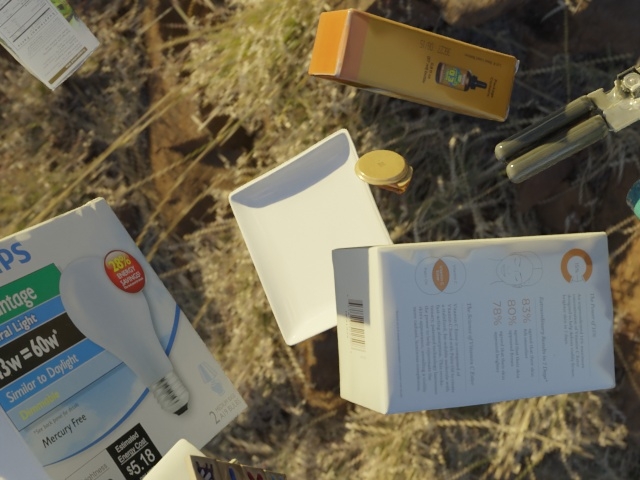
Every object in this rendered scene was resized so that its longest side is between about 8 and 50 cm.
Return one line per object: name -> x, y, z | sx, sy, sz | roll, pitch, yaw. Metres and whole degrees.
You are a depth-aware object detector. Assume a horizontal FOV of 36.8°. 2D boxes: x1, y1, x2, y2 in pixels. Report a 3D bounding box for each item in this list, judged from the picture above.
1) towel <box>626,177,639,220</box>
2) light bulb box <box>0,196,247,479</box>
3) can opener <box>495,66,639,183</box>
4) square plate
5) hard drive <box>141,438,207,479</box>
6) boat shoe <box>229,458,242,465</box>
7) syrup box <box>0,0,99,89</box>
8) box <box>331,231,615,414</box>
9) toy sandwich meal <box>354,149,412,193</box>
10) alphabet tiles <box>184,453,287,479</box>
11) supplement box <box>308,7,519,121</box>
towel -> 0.566, -0.109, 1.356 | 0.040, 0.370, 0.271 | 39, 104, -5
light bulb box -> -0.346, 0.183, 1.233 | 0.225, 0.358, 0.361 | -35, 91, 30
can opener -> 0.412, -0.175, 1.497 | 0.283, 0.095, 0.076 | -29, 68, 6
square plate -> 0.000, 0.000, 1.929 | 0.344, 0.049, 0.347 | -26, 84, 36
hard drive -> -0.148, 0.373, 0.861 | 0.233, 0.353, 0.047 | 40, 136, 5
boat shoe -> -0.186, 0.414, 1.671 | 0.049, 0.137, 0.043 | -50, 62, 34
syrup box -> -0.386, -0.302, 1.198 | 0.093, 0.096, 0.237 | 40, 173, 30
box -> 0.208, 0.105, 1.320 | 0.168, 0.345, 0.215 | 176, 91, -71
toy sandwich meal -> 0.090, -0.098, 1.378 | 0.086, 0.085, 0.029 | 15, 136, 20
alphabet tiles -> -0.049, 0.251, 0.700 | 0.009, 0.198, 0.237 | -29, 152, 14
supplement box -> 0.109, -0.197, 1.096 | 0.233, 0.078, 0.080 | 10, -176, -26
